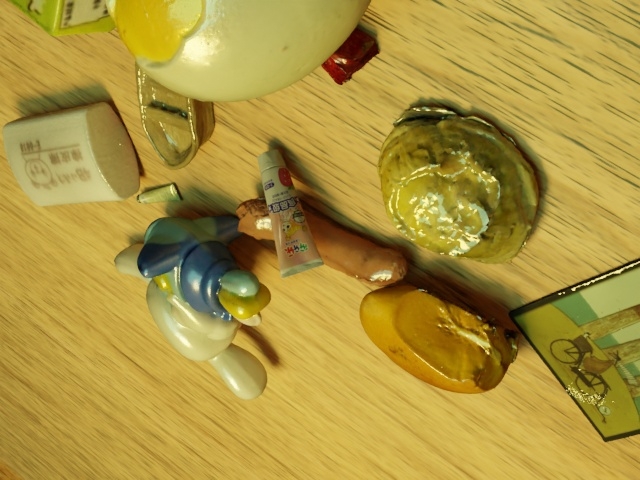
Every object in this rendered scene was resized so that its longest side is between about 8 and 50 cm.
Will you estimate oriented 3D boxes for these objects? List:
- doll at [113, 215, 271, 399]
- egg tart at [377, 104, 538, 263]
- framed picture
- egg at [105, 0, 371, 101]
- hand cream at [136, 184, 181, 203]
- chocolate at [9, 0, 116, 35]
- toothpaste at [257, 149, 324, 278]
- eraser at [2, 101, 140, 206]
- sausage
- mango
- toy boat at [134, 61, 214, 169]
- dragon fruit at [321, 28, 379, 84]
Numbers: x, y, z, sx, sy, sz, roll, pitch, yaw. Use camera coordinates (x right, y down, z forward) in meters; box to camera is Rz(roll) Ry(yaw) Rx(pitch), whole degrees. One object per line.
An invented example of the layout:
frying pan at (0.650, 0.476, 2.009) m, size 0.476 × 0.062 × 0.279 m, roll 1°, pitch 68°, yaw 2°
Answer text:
doll at (-0.212, 0.076, 1.510) m, size 0.375 × 0.187 × 0.366 m, roll 29°, pitch 147°, yaw 3°
egg tart at (0.169, -0.058, 1.149) m, size 0.252 × 0.098 × 0.232 m, roll 49°, pitch 134°, yaw 4°
framed picture at (0.436, 0.142, 1.135) m, size 0.244 × 0.013 × 0.323 m, roll 52°, pitch 138°, yaw -5°
egg at (-0.076, -0.321, 1.004) m, size 0.345 × 0.283 × 0.283 m, roll -29°, pitch 101°, yaw 22°
hand cream at (-0.293, -0.081, 1.557) m, size 0.102 × 0.022 × 0.035 m, roll -7°, pitch 116°, yaw 36°
chocolate at (-0.419, -0.488, 1.267) m, size 0.288 × 0.137 × 0.301 m, roll 38°, pitch 137°, yaw 10°
toothpaste at (-0.054, -0.042, 1.309) m, size 0.043 × 0.067 × 0.195 m, roll 63°, pitch -171°, yaw -75°
eraser at (-0.462, -0.153, 1.586) m, size 0.270 × 0.095 × 0.174 m, roll -1°, pitch 116°, yaw 39°
sausage at (0.000, 0.001, 1.339) m, size 0.304 × 0.078 × 0.078 m, roll 23°, pitch 132°, yaw 21°
mango at (0.160, 0.141, 1.271) m, size 0.252 × 0.126 × 0.154 m, roll 20°, pitch 162°, yaw 33°
toy boat at (-0.230, -0.204, 1.382) m, size 0.116 × 0.061 × 0.188 m, roll 21°, pitch 131°, yaw 24°
dragon fruit at (0.000, -0.264, 1.148) m, size 0.131 × 0.063 × 0.097 m, roll 47°, pitch 137°, yaw 1°
